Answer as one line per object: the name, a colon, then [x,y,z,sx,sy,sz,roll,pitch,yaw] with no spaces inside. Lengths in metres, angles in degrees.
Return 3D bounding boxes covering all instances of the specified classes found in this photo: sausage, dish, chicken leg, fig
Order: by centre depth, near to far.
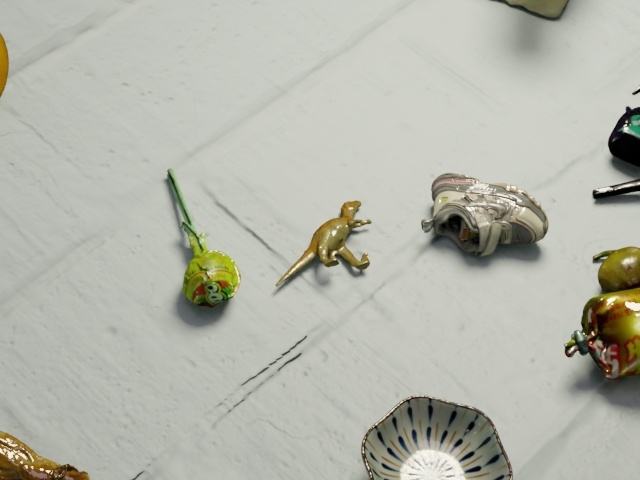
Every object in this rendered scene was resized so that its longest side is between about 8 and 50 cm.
chicken leg: [-0.389,0.284,1.520,0.207,0.085,0.101,16,21,0]
dish: [0.142,0.290,1.551,0.191,0.066,0.190,2,53,-3]
sausage: [0.475,0.110,1.659,0.317,0.125,0.117,-9,12,-9]
fig: [0.432,0.038,1.745,0.084,0.082,0.098,-31,36,17]

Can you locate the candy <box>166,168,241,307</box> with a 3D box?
candy: [-0.180,-0.009,1.761,0.077,0.073,0.262,-2,45,-27]

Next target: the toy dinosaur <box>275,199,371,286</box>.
toy dinosaur: [0.000,0.000,1.775,0.162,0.039,0.126,-14,46,-6]

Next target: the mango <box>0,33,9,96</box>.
mango: [-0.534,-0.258,1.902,0.102,0.085,0.184,1,60,-2]

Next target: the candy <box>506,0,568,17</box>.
candy: [0.293,-0.512,2.064,0.321,0.179,0.135,20,57,12]

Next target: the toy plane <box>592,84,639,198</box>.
toy plane: [0.587,-0.152,1.874,0.382,0.106,0.155,-5,61,-7]

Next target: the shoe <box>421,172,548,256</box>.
shoe: [0.232,-0.029,1.770,0.180,0.089,0.092,20,55,14]
